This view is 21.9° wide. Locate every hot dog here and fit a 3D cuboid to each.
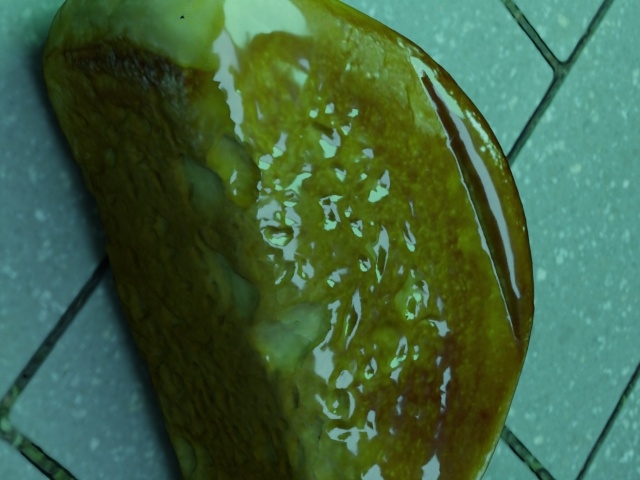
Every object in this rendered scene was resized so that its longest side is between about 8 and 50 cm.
[{"bbox_3d":[-0.001,0.000,1.031,0.223,0.185,0.405,-27,106,-33],"label":"hot dog"}]
